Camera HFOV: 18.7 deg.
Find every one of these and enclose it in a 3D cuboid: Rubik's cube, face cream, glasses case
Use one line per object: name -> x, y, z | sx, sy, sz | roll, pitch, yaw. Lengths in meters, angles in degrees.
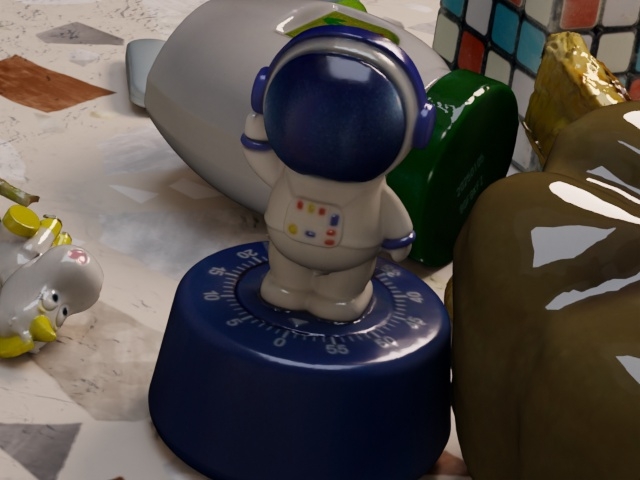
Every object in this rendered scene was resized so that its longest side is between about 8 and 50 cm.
Rubik's cube -> 0.309, -0.250, 2.390 | 0.259, 0.253, 0.256 | -6, 30, -28
face cream -> 0.011, -0.130, 2.103 | 0.357, 0.219, 0.312 | 24, 30, 24
glasses case -> -0.203, -0.205, 2.392 | 0.067, 0.045, 0.178 | 3, 26, -10

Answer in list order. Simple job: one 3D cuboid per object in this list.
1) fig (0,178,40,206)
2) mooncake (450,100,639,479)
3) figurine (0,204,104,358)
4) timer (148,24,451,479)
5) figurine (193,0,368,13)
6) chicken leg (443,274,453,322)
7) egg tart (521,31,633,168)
fig -> -0.406, -0.104, 2.054 | 0.257, 0.159, 0.159 | 31, 31, 10
mooncake -> 0.336, 0.093, 1.603 | 0.467, 0.262, 0.467 | 2, 40, -1
figurine -> -0.271, 0.049, 1.834 | 0.129, 0.109, 0.178 | -31, 39, -14
timer -> 0.000, 0.000, 1.655 | 0.270, 0.383, 0.270 | 6, 27, -3
figurine -> -0.045, -0.264, 2.467 | 0.263, 0.143, 0.162 | 7, 13, 40
chicken leg -> 0.169, 0.049, 1.973 | 0.093, 0.070, 0.178 | 7, 16, -2
egg tart -> 0.299, -0.092, 2.128 | 0.115, 0.290, 0.290 | -31, 32, 1
